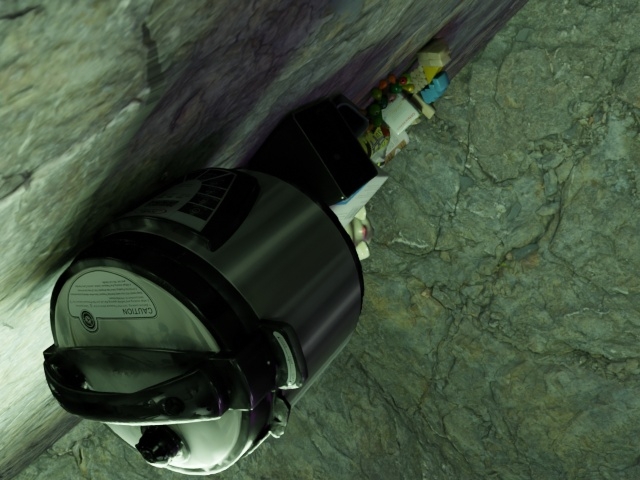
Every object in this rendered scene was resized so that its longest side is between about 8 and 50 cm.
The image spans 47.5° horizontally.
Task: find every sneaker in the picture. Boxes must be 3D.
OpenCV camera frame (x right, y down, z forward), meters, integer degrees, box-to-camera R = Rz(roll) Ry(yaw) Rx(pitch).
[{"bbox_3d":[0.103,-0.289,2.095,0.385,0.145,0.147,-32,138,-69],"label":"sneaker"}]

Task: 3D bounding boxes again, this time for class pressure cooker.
[{"bbox_3d":[-0.168,0.121,1.048,0.420,0.375,0.370,-41,167,-49],"label":"pressure cooker"}]

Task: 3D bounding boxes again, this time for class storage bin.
[{"bbox_3d":[0.027,-0.254,1.579,0.135,0.098,0.091,-45,-155,23],"label":"storage bin"}]

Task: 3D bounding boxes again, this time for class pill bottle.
[{"bbox_3d":[0.209,-0.339,2.706,0.229,0.131,0.131,-43,178,-4],"label":"pill bottle"}]

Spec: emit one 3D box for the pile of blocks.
[{"bbox_3d":[0.315,-0.454,2.092,0.113,0.149,0.362,-42,177,-23],"label":"pile of blocks"}]

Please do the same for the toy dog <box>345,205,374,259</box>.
[{"bbox_3d":[0.000,0.000,2.395,0.408,0.284,0.395,-11,172,-46],"label":"toy dog"}]

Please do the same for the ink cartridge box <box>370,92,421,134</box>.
[{"bbox_3d":[0.220,-0.380,2.106,0.088,0.122,0.052,-44,178,21],"label":"ink cartridge box"}]

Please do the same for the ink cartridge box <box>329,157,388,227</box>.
[{"bbox_3d":[-0.048,-0.063,1.803,0.395,0.166,0.285,-50,167,18],"label":"ink cartridge box"}]

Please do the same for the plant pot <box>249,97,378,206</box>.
[{"bbox_3d":[-0.026,-0.148,1.450,0.167,0.187,0.188,-31,-175,30],"label":"plant pot"}]

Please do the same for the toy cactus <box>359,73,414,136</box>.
[{"bbox_3d":[0.181,-0.378,1.958,0.219,0.112,0.180,-55,-179,37],"label":"toy cactus"}]
